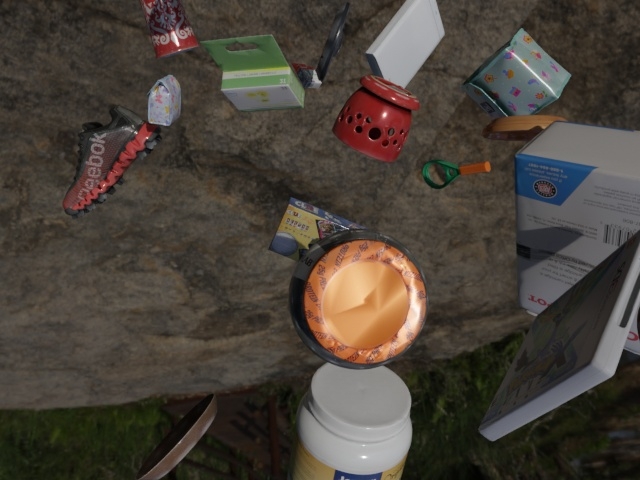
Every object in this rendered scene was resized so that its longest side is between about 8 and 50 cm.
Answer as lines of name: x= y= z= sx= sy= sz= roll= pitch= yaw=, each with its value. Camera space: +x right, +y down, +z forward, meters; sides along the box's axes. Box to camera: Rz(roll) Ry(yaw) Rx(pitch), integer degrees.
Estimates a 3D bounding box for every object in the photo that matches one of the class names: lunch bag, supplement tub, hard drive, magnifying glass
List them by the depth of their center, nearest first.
supplement tub: x=0.052 y=0.089 z=0.843 sx=0.207 sy=0.207 sz=0.338 roll=-4 pitch=176 yaw=-2
lunch bag: x=-0.297 y=-0.269 z=0.991 sx=0.053 sy=0.071 sz=0.083 roll=10 pitch=117 yaw=-4
supplement tub: x=0.055 y=0.420 z=1.046 sx=0.228 sy=0.228 sz=0.316 roll=2 pitch=116 yaw=-12
magnifying glass: x=0.395 y=-0.203 z=1.533 sx=0.026 sy=0.092 sz=0.231 roll=-27 pitch=-165 yaw=-33
lunch bag: x=0.583 y=-0.474 z=1.613 sx=0.223 sy=0.160 sz=0.262 roll=41 pitch=150 yaw=-6
hard drive: x=0.308 y=-0.699 z=1.848 sx=0.047 sy=0.353 sz=0.233 roll=27 pitch=165 yaw=38

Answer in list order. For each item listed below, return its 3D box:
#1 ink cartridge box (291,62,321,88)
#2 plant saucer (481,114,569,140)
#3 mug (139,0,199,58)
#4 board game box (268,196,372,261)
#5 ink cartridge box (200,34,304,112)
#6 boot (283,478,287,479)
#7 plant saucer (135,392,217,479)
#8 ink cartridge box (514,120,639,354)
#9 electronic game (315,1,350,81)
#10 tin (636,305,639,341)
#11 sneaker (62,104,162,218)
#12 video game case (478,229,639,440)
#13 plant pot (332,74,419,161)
ink cartridge box: x=-0.048 y=-0.572 z=1.780 sx=0.062 sy=0.115 sz=0.029 roll=-8 pitch=154 yaw=-38
plant saucer: x=0.467 y=-0.254 z=1.177 sx=0.199 sy=0.037 sz=0.200 roll=2 pitch=-176 yaw=0
mug: x=-0.391 y=-0.549 z=1.293 sx=0.113 sy=0.169 sz=0.150 roll=-29 pitch=-155 yaw=-30
board game box: x=0.000 y=0.000 z=1.421 sx=0.243 sy=0.042 sz=0.165 roll=22 pitch=124 yaw=-8
ink cartridge box: x=-0.149 y=-0.371 z=1.188 sx=0.171 sy=0.056 sz=0.235 roll=0 pitch=169 yaw=15
boot: x=0.050 y=0.642 z=1.235 sx=0.305 sy=0.112 sz=0.115 roll=11 pitch=159 yaw=26
plant saucer: x=-0.406 y=0.579 z=1.520 sx=0.050 sy=0.310 sz=0.310 roll=44 pitch=135 yaw=-4
ink cartridge box: x=0.549 y=-0.005 z=1.017 sx=0.285 sy=0.166 sz=0.395 roll=23 pitch=140 yaw=42
electronic game: x=0.039 y=-0.577 z=1.518 sx=0.048 sy=0.229 sz=0.229 roll=19 pitch=145 yaw=-7
tin: x=0.341 y=0.133 z=0.464 sx=0.040 sy=0.190 sz=0.106 roll=-14 pitch=178 yaw=-6
sneaker: x=-0.466 y=-0.171 z=1.100 sx=0.135 sy=0.098 sz=0.276 roll=42 pitch=99 yaw=-17
video game case: x=0.401 y=0.160 z=0.854 sx=0.036 sy=0.300 sz=0.329 roll=36 pitch=145 yaw=12
plant pot: x=0.147 y=-0.322 z=1.349 sx=0.191 sy=0.191 sz=0.174 roll=12 pitch=116 yaw=-26
